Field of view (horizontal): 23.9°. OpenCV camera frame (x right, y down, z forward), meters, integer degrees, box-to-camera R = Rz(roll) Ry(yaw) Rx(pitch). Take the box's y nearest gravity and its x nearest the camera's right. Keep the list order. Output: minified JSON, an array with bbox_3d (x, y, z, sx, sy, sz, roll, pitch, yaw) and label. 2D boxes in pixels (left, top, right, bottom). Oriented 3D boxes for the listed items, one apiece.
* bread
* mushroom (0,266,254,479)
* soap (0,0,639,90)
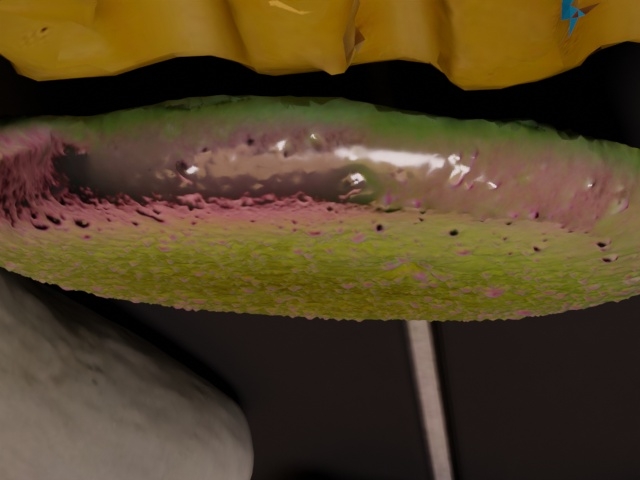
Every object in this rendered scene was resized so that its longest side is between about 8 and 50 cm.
[{"bbox_3d":[0.000,0.000,0.442,0.228,0.033,0.228,2,169,0],"label":"bread"},{"bbox_3d":[-0.188,0.033,0.524,0.177,0.126,0.397,-4,149,30],"label":"mushroom"},{"bbox_3d":[-0.002,-0.159,0.229,0.204,0.096,0.324,0,145,9],"label":"soap"}]
